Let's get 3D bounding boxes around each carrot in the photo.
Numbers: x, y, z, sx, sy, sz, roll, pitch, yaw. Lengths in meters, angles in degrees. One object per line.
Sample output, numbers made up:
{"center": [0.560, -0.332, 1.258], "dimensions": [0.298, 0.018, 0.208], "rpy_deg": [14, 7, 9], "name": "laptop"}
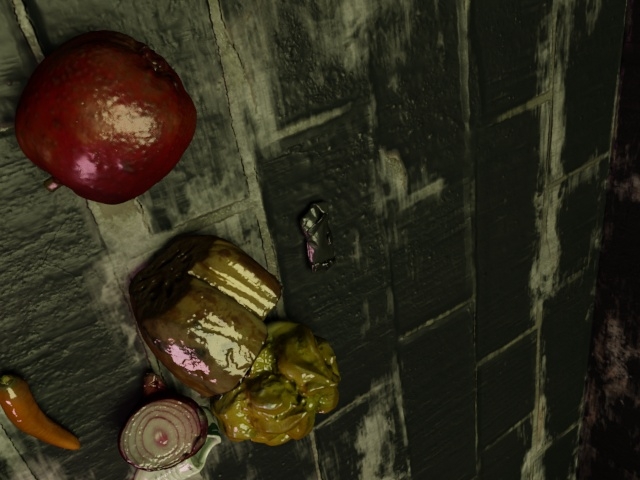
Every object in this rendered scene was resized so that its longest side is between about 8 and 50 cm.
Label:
{"center": [-0.578, 0.365, 1.215], "dimensions": [0.062, 0.066, 0.271], "rpy_deg": [-5, 128, 15], "name": "carrot"}

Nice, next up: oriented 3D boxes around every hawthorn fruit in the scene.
{"center": [-0.364, -0.188, 0.989], "dimensions": [0.307, 0.265, 0.265], "rpy_deg": [-38, 132, 13], "name": "hawthorn fruit"}

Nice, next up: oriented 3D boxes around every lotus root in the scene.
{"center": [-0.230, 0.136, 1.214], "dimensions": [0.316, 0.316, 0.250], "rpy_deg": [-48, 122, -7], "name": "lotus root"}

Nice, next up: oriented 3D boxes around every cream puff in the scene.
{"center": [-0.090, 0.373, 1.443], "dimensions": [0.324, 0.257, 0.291], "rpy_deg": [-32, 123, -20], "name": "cream puff"}

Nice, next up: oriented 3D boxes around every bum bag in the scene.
{"center": [0.000, 0.000, 1.462], "dimensions": [0.087, 0.049, 0.198], "rpy_deg": [-28, 125, -28], "name": "bum bag"}

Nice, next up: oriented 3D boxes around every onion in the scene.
{"center": [-0.359, 0.398, 1.343], "dimensions": [0.195, 0.140, 0.218], "rpy_deg": [-19, 79, -9], "name": "onion"}

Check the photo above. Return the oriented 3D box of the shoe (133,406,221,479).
{"center": [-0.340, 0.529, 1.428], "dimensions": [0.265, 0.110, 0.095], "rpy_deg": [-53, 132, -7], "name": "shoe"}
